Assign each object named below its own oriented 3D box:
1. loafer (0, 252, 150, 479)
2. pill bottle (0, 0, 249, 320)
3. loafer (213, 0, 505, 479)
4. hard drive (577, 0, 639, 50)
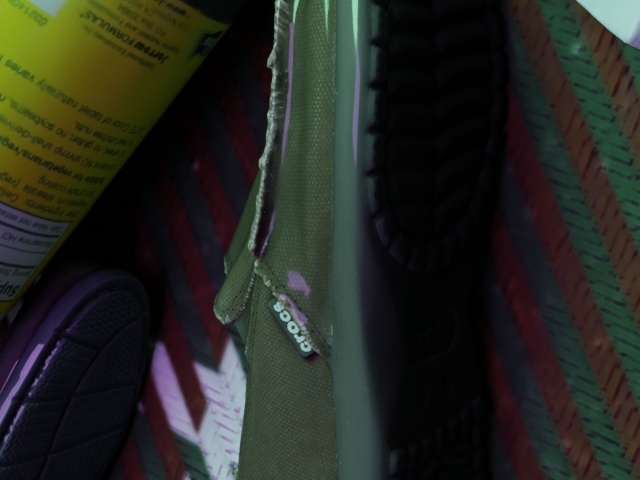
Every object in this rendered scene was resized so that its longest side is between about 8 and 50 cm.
[{"bbox_3d":[-0.187,0.135,0.964,0.095,0.109,0.302,32,113,31],"label":"loafer"},{"bbox_3d":[-0.192,-0.071,0.864,0.188,0.188,0.334,44,102,22],"label":"pill bottle"},{"bbox_3d":[0.000,0.000,0.813,0.130,0.134,0.366,5,96,32],"label":"loafer"},{"bbox_3d":[0.169,-0.276,0.686,0.353,0.047,0.233,-60,38,22],"label":"hard drive"}]
